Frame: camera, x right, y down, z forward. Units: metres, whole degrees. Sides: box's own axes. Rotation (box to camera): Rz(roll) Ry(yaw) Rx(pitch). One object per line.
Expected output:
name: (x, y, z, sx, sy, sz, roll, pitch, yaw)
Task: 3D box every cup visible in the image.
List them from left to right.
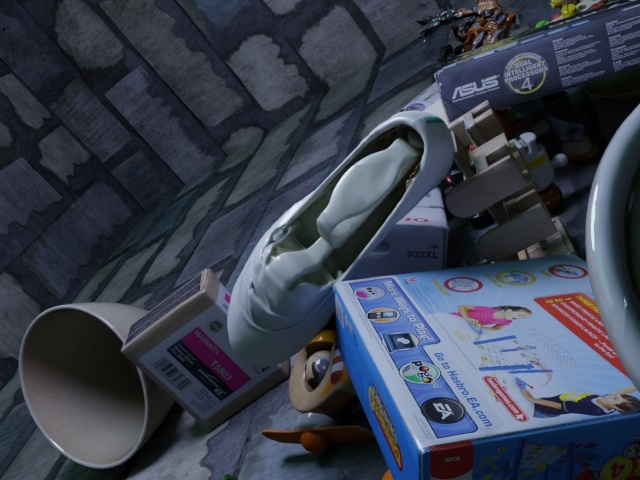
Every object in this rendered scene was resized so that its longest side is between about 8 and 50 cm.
cup: (-0.418, 0.266, 1.268, 0.331, 0.331, 0.237, -29, -3, 26)

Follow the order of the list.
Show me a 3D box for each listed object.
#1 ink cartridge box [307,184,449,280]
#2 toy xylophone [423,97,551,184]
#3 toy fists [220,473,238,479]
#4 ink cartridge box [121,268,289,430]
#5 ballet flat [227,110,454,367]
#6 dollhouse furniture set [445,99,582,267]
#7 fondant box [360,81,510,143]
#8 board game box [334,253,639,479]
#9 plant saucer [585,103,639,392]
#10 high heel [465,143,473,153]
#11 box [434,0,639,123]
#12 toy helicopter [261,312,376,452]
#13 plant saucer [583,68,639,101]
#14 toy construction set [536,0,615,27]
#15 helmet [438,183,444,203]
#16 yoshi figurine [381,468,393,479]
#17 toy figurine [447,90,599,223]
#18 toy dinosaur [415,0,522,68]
ink cartridge box: (0.079, -0.001, 0.943, 0.223, 0.129, 0.307, 2, 15, 9)
toy xylophone: (0.320, -0.232, 1.242, 0.323, 0.081, 0.236, -29, 56, 8)
toy fists: (-0.146, 0.417, 0.751, 0.142, 0.096, 0.279, -42, 22, -2)
ink cartridge box: (-0.201, 0.199, 1.083, 0.193, 0.234, 0.088, -37, 22, 10)
ballet flat: (0.000, 0.000, 0.723, 0.400, 0.139, 0.139, -49, 19, 12)
dollhouse furniture set: (0.224, -0.029, 0.824, 0.161, 0.242, 0.212, -31, 22, 23)
fondant box: (0.275, -0.284, 1.456, 0.330, 0.096, 0.238, -37, 21, 3)
board game box: (0.191, 0.118, 0.590, 0.302, 0.086, 0.308, -6, 20, -8)
plant saucer: (0.390, 0.034, 0.426, 0.401, 0.100, 0.400, -3, 64, 6)
high heel: (0.226, -0.170, 1.084, 0.244, 0.082, 0.117, -18, -19, -23)
box: (0.402, -0.313, 0.999, 0.395, 0.097, 0.318, -13, 18, 21)
toy helicopter: (0.033, 0.196, 0.827, 0.235, 0.140, 0.355, -65, 19, -13)
plant saucer: (0.596, -0.319, 1.074, 0.241, 0.037, 0.241, -33, 21, 15)
toy construction set: (0.528, -0.479, 1.348, 0.328, 0.151, 0.215, -44, 45, 9)
helmet: (0.141, -0.083, 1.182, 0.162, 0.169, 0.169, -25, 19, -10)
yoshi figurine: (0.103, 0.340, 0.460, 0.203, 0.203, 0.362, 14, 27, 15)
toy figurine: (0.331, -0.136, 1.014, 0.210, 0.148, 0.213, -3, 39, 49)
toy dinosaur: (0.364, -0.484, 1.409, 0.218, 0.164, 0.322, -16, 15, 29)
